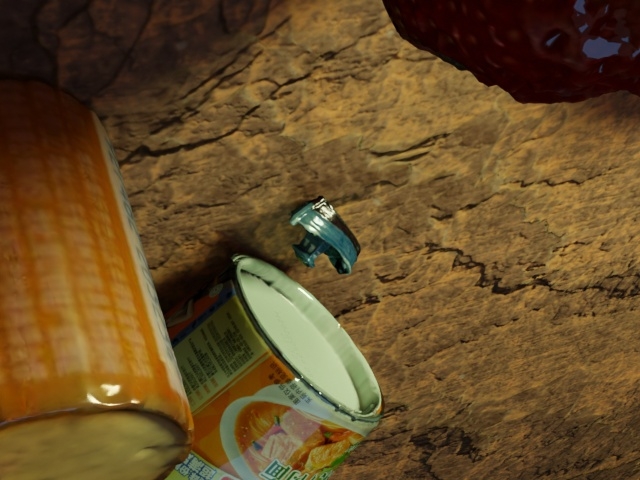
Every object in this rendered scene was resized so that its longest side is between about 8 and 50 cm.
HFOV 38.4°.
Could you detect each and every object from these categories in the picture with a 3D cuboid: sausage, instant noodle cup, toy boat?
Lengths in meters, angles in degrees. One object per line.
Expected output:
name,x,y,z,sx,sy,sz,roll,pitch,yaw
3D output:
sausage,-0.238,0.055,0.701,0.233,0.287,0.233,-17,152,-10
instant noodle cup,-0.084,0.166,0.984,0.214,0.296,0.296,-44,143,13
toy boat,0.000,0.000,0.976,0.061,0.060,0.137,-45,151,-7

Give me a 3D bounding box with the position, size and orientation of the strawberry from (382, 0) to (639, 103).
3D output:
strawberry,0.158,-0.215,0.558,0.309,0.292,0.291,-24,149,19
